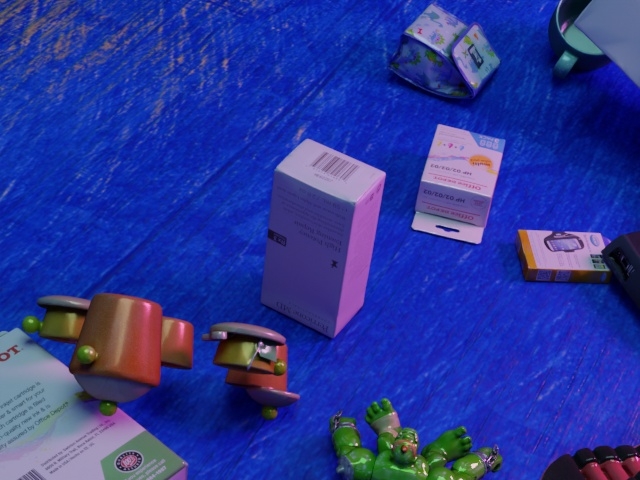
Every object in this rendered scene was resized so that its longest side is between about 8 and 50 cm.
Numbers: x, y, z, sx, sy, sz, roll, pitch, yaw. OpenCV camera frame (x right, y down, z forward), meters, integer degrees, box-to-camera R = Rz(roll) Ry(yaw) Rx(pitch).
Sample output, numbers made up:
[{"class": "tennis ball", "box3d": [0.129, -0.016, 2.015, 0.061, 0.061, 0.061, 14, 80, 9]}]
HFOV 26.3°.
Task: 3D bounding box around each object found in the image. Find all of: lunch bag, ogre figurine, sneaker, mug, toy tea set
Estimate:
[{"class": "lunch bag", "box3d": [0.204, -0.294, 2.182, 0.151, 0.096, 0.129, 33, 42, 7]}, {"class": "ogre figurine", "box3d": [0.099, 0.248, 1.539, 0.197, 0.097, 0.118, 29, 25, 2]}, {"class": "sneaker", "box3d": [0.383, 0.279, 1.504, 0.313, 0.136, 0.116, -12, 36, -9]}, {"class": "mug", "box3d": [0.428, -0.341, 2.250, 0.157, 0.097, 0.129, -22, 78, -8]}, {"class": "toy tea set", "box3d": [-0.158, 0.147, 1.519, 0.336, 0.200, 0.124, 15, 78, -28]}]

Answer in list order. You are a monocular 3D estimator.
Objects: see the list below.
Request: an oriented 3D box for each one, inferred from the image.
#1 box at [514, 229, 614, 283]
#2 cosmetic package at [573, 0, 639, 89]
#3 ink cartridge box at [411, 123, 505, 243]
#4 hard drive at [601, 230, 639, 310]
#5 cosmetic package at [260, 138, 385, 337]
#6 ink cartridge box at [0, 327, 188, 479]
[{"class": "box", "box3d": [0.341, 0.022, 1.883, 0.136, 0.028, 0.081, 4, 41, -8]}, {"class": "cosmetic package", "box3d": [0.585, -0.247, 2.022, 0.385, 0.156, 0.217, 49, 28, 23]}, {"class": "ink cartridge box", "box3d": [0.197, -0.082, 1.953, 0.104, 0.062, 0.181, 13, 41, 6]}, {"class": "hard drive", "box3d": [0.507, 0.074, 1.813, 0.172, 0.054, 0.255, -13, 50, -25]}, {"class": "cosmetic package", "box3d": [0.000, 0.000, 1.696, 0.117, 0.231, 0.085, 25, 43, 19]}, {"class": "ink cartridge box", "box3d": [-0.309, 0.246, 1.450, 0.278, 0.117, 0.201, 33, 46, 27]}]
